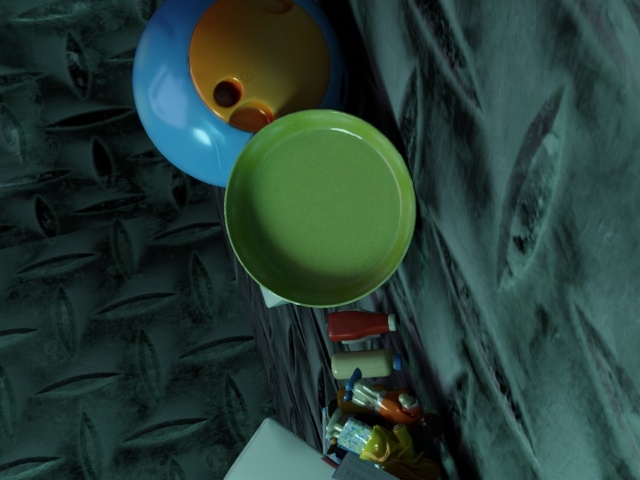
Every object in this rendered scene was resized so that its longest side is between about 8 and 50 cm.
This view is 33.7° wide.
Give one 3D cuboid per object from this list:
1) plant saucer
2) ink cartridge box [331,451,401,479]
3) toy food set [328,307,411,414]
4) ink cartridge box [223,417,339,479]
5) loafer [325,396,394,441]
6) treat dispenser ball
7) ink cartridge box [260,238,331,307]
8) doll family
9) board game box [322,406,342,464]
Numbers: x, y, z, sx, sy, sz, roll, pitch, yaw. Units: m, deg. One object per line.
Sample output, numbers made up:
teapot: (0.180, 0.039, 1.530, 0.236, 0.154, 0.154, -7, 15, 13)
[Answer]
plant saucer: (0.001, -0.040, 1.295, 0.037, 0.240, 0.241, -15, -88, -75)
ink cartridge box: (0.111, 0.345, 1.300, 0.207, 0.046, 0.097, 25, 146, 19)
toy food set: (0.073, 0.128, 1.541, 0.111, 0.104, 0.232, 68, -160, -57)
ink cartridge box: (0.011, 0.399, 1.563, 0.226, 0.131, 0.306, 30, 167, 23)
loafer: (0.078, 0.307, 1.711, 0.251, 0.094, 0.088, -142, 44, -60)
treat dispenser ball: (-0.106, -0.213, 1.416, 0.288, 0.288, 0.288, 166, 90, -80)
ink cartridge box: (0.000, 0.000, 1.430, 0.176, 0.128, 0.127, -30, 74, 56)
doll family: (0.090, 0.294, 1.421, 0.163, 0.118, 0.263, 26, 152, 14)
board game box: (0.087, 0.486, 1.877, 0.308, 0.086, 0.302, 90, 163, -53)
